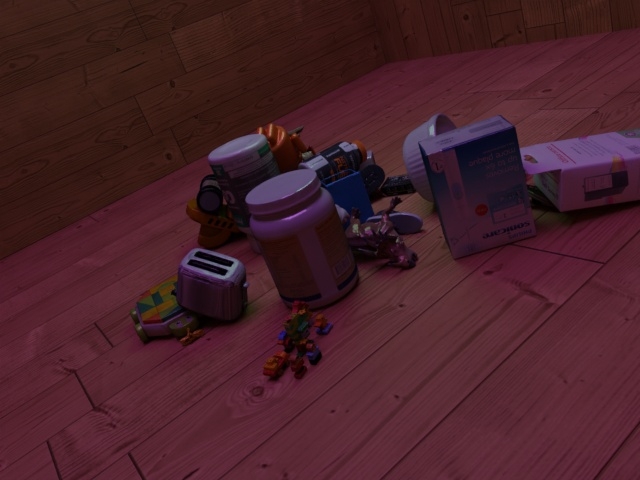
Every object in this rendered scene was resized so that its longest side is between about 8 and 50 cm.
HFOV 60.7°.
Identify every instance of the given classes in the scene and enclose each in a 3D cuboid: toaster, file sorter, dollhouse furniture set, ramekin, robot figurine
[{"bbox_3d":[-0.305,0.117,1.505,0.226,0.147,0.129,17,35,9],"label":"toaster"},{"bbox_3d":[0.087,-0.132,1.772,0.118,0.170,0.104,-24,20,-5],"label":"file sorter"},{"bbox_3d":[-0.046,-0.285,2.126,0.135,0.262,0.259,-27,-7,-18],"label":"dollhouse furniture set"},{"bbox_3d":[0.360,-0.241,1.679,0.127,0.273,0.273,-19,22,34],"label":"ramekin"},{"bbox_3d":[-0.142,-0.313,1.917,0.158,0.219,0.128,-44,50,-2],"label":"robot figurine"}]

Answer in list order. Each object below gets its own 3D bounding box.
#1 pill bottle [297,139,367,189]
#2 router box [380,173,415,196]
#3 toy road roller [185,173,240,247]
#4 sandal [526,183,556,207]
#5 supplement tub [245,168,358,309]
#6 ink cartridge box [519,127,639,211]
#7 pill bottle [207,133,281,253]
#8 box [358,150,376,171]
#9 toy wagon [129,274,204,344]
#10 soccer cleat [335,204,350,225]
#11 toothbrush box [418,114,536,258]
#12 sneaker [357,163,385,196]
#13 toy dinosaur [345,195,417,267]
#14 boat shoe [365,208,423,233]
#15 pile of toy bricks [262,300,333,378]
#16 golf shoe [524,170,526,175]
[{"bbox_3d":[0.050,-0.270,1.948,0.245,0.131,0.130,-32,26,-23],"label":"pill bottle"},{"bbox_3d":[0.280,-0.195,1.904,0.122,0.038,0.092,-6,29,30],"label":"router box"},{"bbox_3d":[-0.337,-0.088,2.051,0.329,0.241,0.202,14,20,-13],"label":"toy road roller"},{"bbox_3d":[0.570,-0.121,1.494,0.072,0.049,0.180,-22,36,-39],"label":"sandal"},{"bbox_3d":[-0.049,-0.004,1.430,0.228,0.316,0.228,-17,24,8],"label":"supplement tub"},{"bbox_3d":[0.677,-0.177,1.385,0.353,0.119,0.207,-8,26,6],"label":"ink cartridge box"},{"bbox_3d":[-0.213,-0.152,1.817,0.204,0.361,0.204,-18,24,8],"label":"pill bottle"},{"bbox_3d":[0.162,-0.275,2.089,0.101,0.102,0.087,-15,23,12],"label":"box"},{"bbox_3d":[-0.419,0.199,1.613,0.267,0.068,0.344,-29,25,-16],"label":"toy wagon"},{"bbox_3d":[0.030,-0.056,1.632,0.068,0.076,0.196,-52,0,26],"label":"soccer cleat"},{"bbox_3d":[0.391,-0.130,1.366,0.216,0.296,0.126,-16,25,9],"label":"toothbrush box"},{"bbox_3d":[0.083,-0.149,1.928,0.318,0.112,0.131,-29,-2,-9],"label":"sneaker"},{"bbox_3d":[0.134,-0.005,1.536,0.295,0.127,0.200,-8,33,39],"label":"toy dinosaur"},{"bbox_3d":[0.230,-0.065,1.642,0.183,0.065,0.083,0,25,33],"label":"boat shoe"},{"bbox_3d":[-0.054,0.210,1.247,0.118,0.105,0.212,-3,30,34],"label":"pile of toy bricks"},{"bbox_3d":[0.559,-0.178,1.636,0.086,0.069,0.176,-28,12,40],"label":"golf shoe"}]
